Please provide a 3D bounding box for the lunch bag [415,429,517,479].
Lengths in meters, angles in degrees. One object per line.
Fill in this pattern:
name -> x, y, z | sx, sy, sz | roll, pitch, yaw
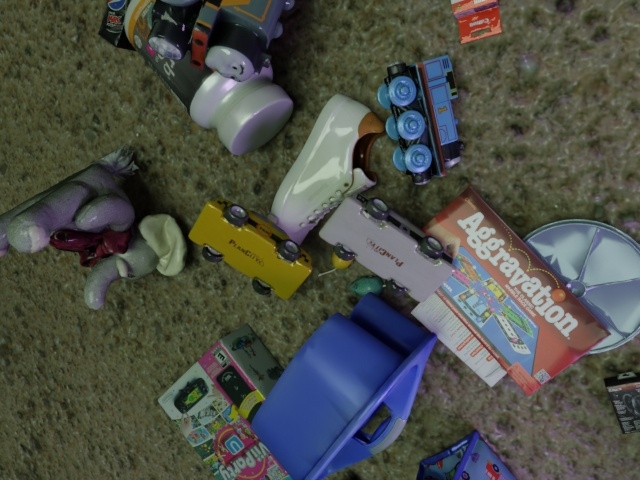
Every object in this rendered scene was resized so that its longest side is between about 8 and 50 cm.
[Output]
lunch bag -> 0.229, 0.464, 0.748 | 0.138, 0.293, 0.221 | -44, 82, 25

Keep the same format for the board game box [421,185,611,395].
board game box -> 0.261, 0.071, 0.755 | 0.145, 0.027, 0.281 | -44, 80, 13

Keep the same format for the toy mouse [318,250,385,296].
toy mouse -> 0.085, 0.048, 0.876 | 0.143, 0.031, 0.161 | 39, 113, 13

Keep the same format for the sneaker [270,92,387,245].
sneaker -> 0.012, -0.082, 0.841 | 0.123, 0.106, 0.290 | 33, 111, 18

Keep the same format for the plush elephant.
plush elephant -> -0.421, 0.001, 0.987 | 0.272, 0.330, 0.255 | -9, 119, 38

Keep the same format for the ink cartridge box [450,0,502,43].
ink cartridge box -> 0.219, -0.349, 0.737 | 0.063, 0.029, 0.115 | -8, 97, 25

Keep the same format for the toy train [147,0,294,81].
toy train -> -0.122, -0.389, 0.742 | 0.190, 0.142, 0.333 | 21, 73, -11

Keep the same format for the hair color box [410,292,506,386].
hair color box -> 0.238, 0.134, 0.813 | 0.167, 0.053, 0.093 | 44, 112, 12

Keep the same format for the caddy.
caddy -> 0.048, 0.250, 0.814 | 0.179, 0.241, 0.341 | 40, 119, 17

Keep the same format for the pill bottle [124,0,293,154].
pill bottle -> -0.180, -0.288, 0.856 | 0.162, 0.162, 0.278 | -44, 81, 25

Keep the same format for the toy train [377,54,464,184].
toy train -> 0.153, -0.178, 0.764 | 0.105, 0.080, 0.184 | -18, 103, -7

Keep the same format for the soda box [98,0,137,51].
soda box -> -0.349, -0.443, 0.957 | 0.053, 0.060, 0.169 | 37, 113, 14

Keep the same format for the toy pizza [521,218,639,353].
toy pizza -> 0.371, 0.067, 0.751 | 0.201, 0.032, 0.201 | 5, 103, 25

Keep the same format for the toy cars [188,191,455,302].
toy cars -> 0.000, 0.000, 0.778 | 0.394, 0.087, 0.176 | -1, 122, 16

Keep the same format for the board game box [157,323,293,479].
board game box -> -0.141, 0.354, 1.005 | 0.303, 0.097, 0.224 | 49, 115, 7

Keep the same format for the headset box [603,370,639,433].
headset box -> 0.454, 0.230, 0.745 | 0.062, 0.032, 0.083 | -21, 91, 26
